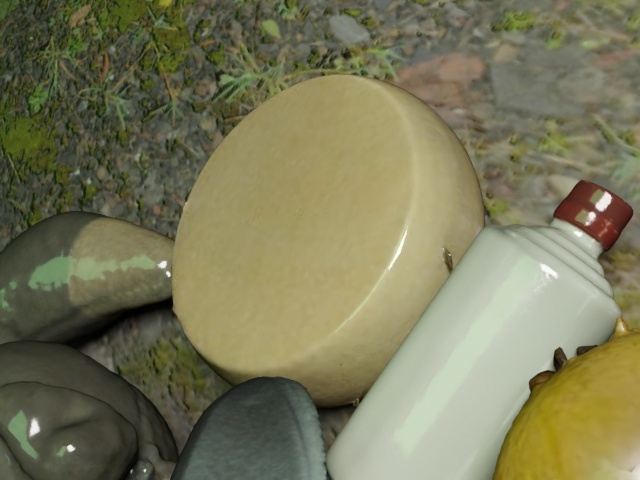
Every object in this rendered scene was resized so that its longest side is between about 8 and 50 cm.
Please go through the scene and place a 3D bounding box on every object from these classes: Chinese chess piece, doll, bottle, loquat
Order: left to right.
[{"bbox_3d":[-0.236,0.120,0.699,0.382,0.252,0.379,-5,66,32],"label":"doll"},{"bbox_3d":[0.000,0.000,0.649,0.273,0.102,0.273,-21,56,33],"label":"Chinese chess piece"},{"bbox_3d":[0.110,0.071,0.517,0.245,0.104,0.104,-56,45,4],"label":"bottle"},{"bbox_3d":[0.173,0.136,0.395,0.172,0.149,0.204,-26,69,-13],"label":"loquat"}]

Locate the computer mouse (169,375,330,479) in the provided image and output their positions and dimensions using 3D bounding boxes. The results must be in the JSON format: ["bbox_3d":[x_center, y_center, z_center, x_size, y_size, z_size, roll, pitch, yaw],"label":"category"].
[{"bbox_3d":[-0.033,0.221,0.437,0.114,0.203,0.374,2,27,5],"label":"computer mouse"}]
